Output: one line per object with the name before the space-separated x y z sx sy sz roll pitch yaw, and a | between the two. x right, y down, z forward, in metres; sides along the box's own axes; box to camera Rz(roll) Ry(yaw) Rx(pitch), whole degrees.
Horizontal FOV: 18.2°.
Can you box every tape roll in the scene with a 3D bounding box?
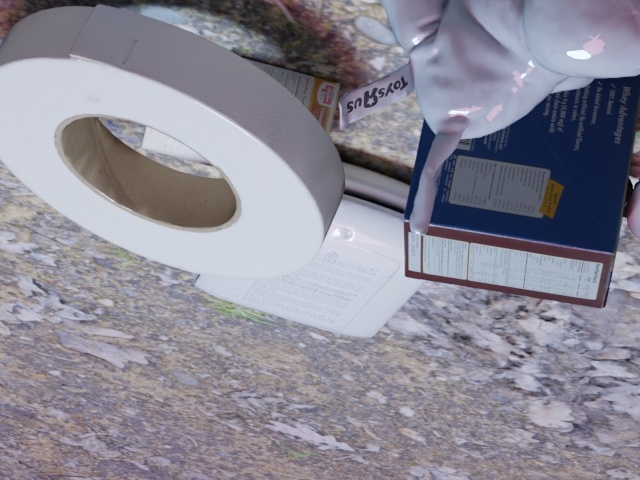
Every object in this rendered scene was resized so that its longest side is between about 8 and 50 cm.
tape roll | -0.165 -0.093 2.040 0.392 0.072 0.392 19 153 10

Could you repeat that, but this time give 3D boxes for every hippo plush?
hippo plush | 0.165 -0.200 1.564 0.236 0.294 0.234 -21 107 52

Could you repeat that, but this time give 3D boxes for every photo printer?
photo printer | 0.000 0.000 2.312 0.256 0.107 0.307 16 156 -9

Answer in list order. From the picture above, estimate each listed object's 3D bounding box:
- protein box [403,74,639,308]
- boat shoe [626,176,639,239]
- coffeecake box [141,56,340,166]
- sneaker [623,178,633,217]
protein box | 0.197 -0.063 1.941 0.201 0.200 0.136 10 156 7
boat shoe | 0.357 -0.055 1.963 0.108 0.102 0.301 -8 167 14
coffeecake box | -0.086 -0.130 2.100 0.185 0.068 0.142 15 155 -5
sneaker | 0.219 -0.046 2.125 0.232 0.081 0.090 -2 147 28
